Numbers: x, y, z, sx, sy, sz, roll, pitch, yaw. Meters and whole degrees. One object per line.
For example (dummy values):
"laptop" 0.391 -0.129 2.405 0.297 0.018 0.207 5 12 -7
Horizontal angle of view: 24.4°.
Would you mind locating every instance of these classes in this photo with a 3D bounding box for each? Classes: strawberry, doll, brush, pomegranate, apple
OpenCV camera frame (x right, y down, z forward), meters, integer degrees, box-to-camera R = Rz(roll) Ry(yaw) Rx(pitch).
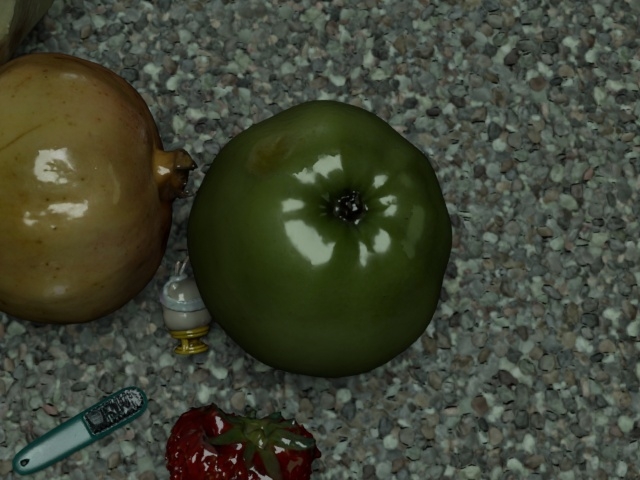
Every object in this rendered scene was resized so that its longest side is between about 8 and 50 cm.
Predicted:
"strawberry" -0.107 0.303 1.861 0.184 0.187 0.201 26 110 33
"doll" -0.183 0.083 1.950 0.073 0.084 0.127 -12 100 -40
"brush" -0.312 0.246 1.919 0.193 0.032 0.043 -29 80 -13
"pomegranate" -0.311 -0.065 1.852 0.338 0.338 0.338 1 75 -4
"apple" 0.000 0.000 1.864 0.357 0.357 0.357 1 75 -4

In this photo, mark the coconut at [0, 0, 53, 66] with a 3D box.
"coconut" -0.509 -0.351 1.861 0.415 0.415 0.345 -42 124 -13
